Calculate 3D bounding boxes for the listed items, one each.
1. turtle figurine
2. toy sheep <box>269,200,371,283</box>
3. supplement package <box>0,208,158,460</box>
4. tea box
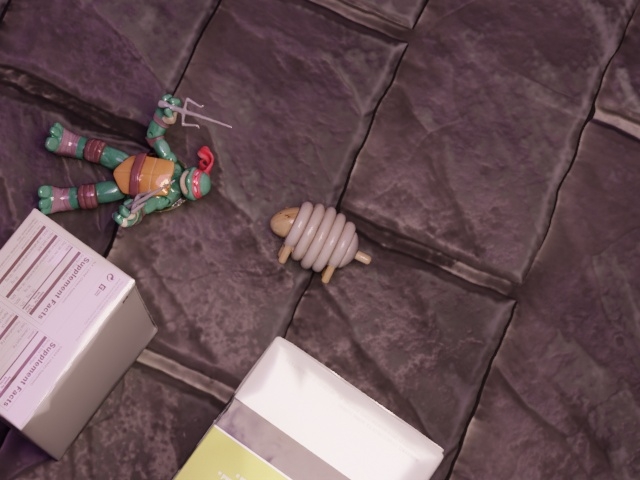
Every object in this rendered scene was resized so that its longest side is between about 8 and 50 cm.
[{"bbox_3d":[-0.221,-0.080,2.026,0.234,0.118,0.175,2,59,16],"label":"turtle figurine"},{"bbox_3d":[0.000,0.000,2.023,0.132,0.091,0.091,24,76,-8],"label":"toy sheep"},{"bbox_3d":[-0.312,0.115,1.895,0.145,0.262,0.204,35,78,9],"label":"supplement package"},{"bbox_3d":[-0.051,0.318,1.808,0.220,0.329,0.323,35,79,8],"label":"tea box"}]
